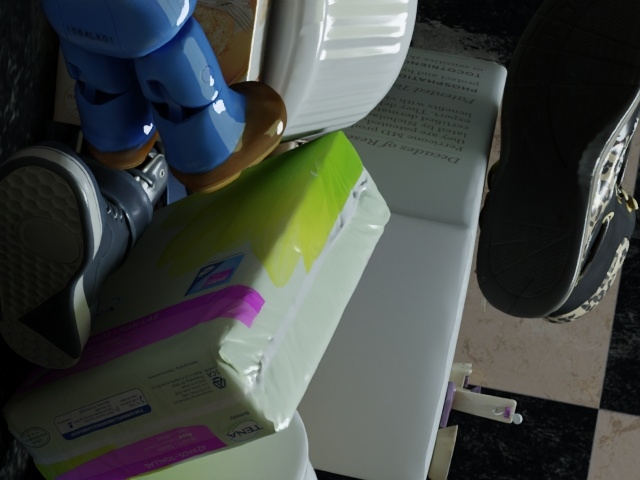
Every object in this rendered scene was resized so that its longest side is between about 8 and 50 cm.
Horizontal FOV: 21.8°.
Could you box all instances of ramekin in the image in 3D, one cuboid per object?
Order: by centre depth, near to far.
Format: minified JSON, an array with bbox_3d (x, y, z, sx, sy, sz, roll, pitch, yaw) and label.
[{"bbox_3d":[-0.032,-0.203,1.339,0.273,0.127,0.272,12,-76,57],"label":"ramekin"}]

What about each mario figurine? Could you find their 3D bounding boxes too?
[{"bbox_3d":[-0.100,-0.182,0.935,0.320,0.198,0.170,73,6,-50],"label":"mario figurine"}]

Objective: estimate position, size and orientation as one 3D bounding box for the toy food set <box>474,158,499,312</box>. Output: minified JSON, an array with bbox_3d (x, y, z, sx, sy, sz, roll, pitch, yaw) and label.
[{"bbox_3d":[0.192,-0.028,1.866,0.132,0.039,0.192,70,36,-68],"label":"toy food set"}]

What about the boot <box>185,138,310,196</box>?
[{"bbox_3d":[-0.054,-0.086,1.481,0.112,0.115,0.305,2,66,-56],"label":"boot"}]

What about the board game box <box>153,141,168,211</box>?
[{"bbox_3d":[-0.166,-0.008,1.509,0.133,0.033,0.168,-157,-113,-72],"label":"board game box"}]

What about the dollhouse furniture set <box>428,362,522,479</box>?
[{"bbox_3d":[0.164,0.202,1.743,0.091,0.081,0.114,-68,170,-67],"label":"dollhouse furniture set"}]

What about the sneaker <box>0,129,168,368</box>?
[{"bbox_3d":[-0.164,-0.035,1.132,0.226,0.086,0.163,106,6,-56],"label":"sneaker"}]

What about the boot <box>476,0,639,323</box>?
[{"bbox_3d":[0.276,-0.085,1.776,0.284,0.138,0.377,32,71,-72],"label":"boot"}]

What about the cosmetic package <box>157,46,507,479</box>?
[{"bbox_3d":[0.000,0.000,1.789,0.393,0.328,0.329,-70,171,-59],"label":"cosmetic package"}]

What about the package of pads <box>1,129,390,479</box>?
[{"bbox_3d":[-0.092,0.058,1.288,0.101,0.229,0.296,55,35,-20],"label":"package of pads"}]

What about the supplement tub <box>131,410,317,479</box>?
[{"bbox_3d":[-0.123,0.288,1.478,0.241,0.241,0.331,-74,173,-47],"label":"supplement tub"}]

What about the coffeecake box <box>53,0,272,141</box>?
[{"bbox_3d":[-0.110,-0.169,1.206,0.068,0.142,0.185,-64,164,-67],"label":"coffeecake box"}]
